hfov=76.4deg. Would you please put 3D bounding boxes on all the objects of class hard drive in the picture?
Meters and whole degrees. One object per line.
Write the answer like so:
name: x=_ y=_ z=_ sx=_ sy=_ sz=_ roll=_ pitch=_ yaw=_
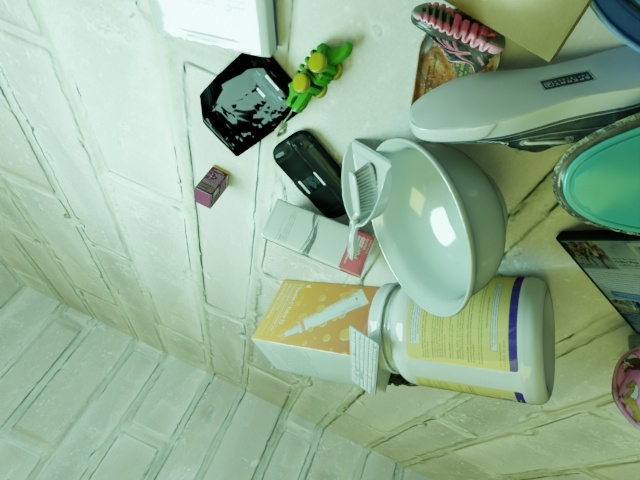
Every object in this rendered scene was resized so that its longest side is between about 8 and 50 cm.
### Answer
hard drive: x=-0.169 y=-0.426 z=0.544 sx=0.211 sy=0.040 sz=0.318 roll=18 pitch=144 yaw=12

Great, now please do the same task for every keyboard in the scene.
keyboard: x=0.096 y=0.275 z=0.904 sx=0.072 sy=0.014 sz=0.255 roll=24 pitch=143 yaw=25

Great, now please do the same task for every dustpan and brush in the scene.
dustpan and brush: x=0.071 y=-0.058 z=0.733 sx=0.147 sy=0.061 sz=0.210 roll=-129 pitch=26 yaw=-53

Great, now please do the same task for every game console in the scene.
game console: x=-0.066 y=-0.176 z=0.792 sx=0.213 sy=0.043 sz=0.361 roll=-18 pitch=124 yaw=45

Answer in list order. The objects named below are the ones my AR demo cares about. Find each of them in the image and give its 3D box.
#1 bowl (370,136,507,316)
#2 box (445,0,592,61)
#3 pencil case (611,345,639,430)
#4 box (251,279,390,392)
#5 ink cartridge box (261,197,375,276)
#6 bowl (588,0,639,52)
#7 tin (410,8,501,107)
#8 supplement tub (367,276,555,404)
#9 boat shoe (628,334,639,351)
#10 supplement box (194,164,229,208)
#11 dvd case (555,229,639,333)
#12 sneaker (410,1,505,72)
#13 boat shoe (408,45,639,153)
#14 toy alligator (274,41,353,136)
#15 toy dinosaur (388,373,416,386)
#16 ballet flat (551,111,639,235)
bowl: x=0.203 y=-0.036 z=0.669 sx=0.298 sy=0.134 sz=0.297 roll=161 pitch=90 yaw=-75
box: x=0.187 y=-0.297 z=0.407 sx=0.201 sy=0.021 sz=0.164 roll=41 pitch=163 yaw=16
pencil case: x=0.742 y=0.298 z=0.719 sx=0.387 sy=0.159 sz=0.167 roll=15 pitch=-176 yaw=-6
box: x=0.026 y=0.248 z=1.115 sx=0.346 sy=0.214 sz=0.168 roll=0 pitch=136 yaw=31
ink cartridge box: x=0.000 y=0.000 z=0.876 sx=0.218 sy=0.092 sz=0.158 roll=20 pitch=176 yaw=6
bowl: x=0.403 y=-0.317 z=0.288 sx=0.392 sy=0.077 sz=0.390 roll=17 pitch=143 yaw=13
tin: x=0.189 y=-0.225 z=0.575 sx=0.106 sy=0.040 sz=0.189 roll=19 pitch=143 yaw=17
supplement tub: x=0.294 y=0.194 z=0.856 sx=0.332 sy=0.240 sz=0.241 roll=-2 pitch=135 yaw=35
boat shoe: x=0.684 y=0.274 z=0.859 sx=0.081 sy=0.079 sz=0.227 roll=3 pitch=133 yaw=40
supplement box: x=-0.250 y=-0.124 z=0.937 sx=0.043 sy=0.083 sz=0.055 roll=27 pitch=143 yaw=0
dvd case: x=0.523 y=0.077 z=0.648 sx=0.253 sy=0.022 sz=0.180 roll=45 pitch=172 yaw=-9
sneaker: x=0.162 y=-0.247 z=0.504 sx=0.120 sy=0.047 sz=0.057 roll=27 pitch=155 yaw=2
boat shoe: x=0.270 y=-0.159 z=0.521 sx=0.302 sy=0.108 sz=0.102 roll=-10 pitch=142 yaw=13
toy alligator: x=-0.026 y=-0.248 z=0.646 sx=0.190 sy=0.056 sz=0.051 roll=-41 pitch=71 yaw=33
toy dinosaur: x=0.253 y=0.373 z=1.230 sx=0.219 sy=0.164 sz=0.322 roll=31 pitch=128 yaw=-31
ballet flat: x=0.513 y=-0.099 z=0.404 sx=0.484 sy=0.182 sz=0.163 roll=-5 pitch=113 yaw=35
